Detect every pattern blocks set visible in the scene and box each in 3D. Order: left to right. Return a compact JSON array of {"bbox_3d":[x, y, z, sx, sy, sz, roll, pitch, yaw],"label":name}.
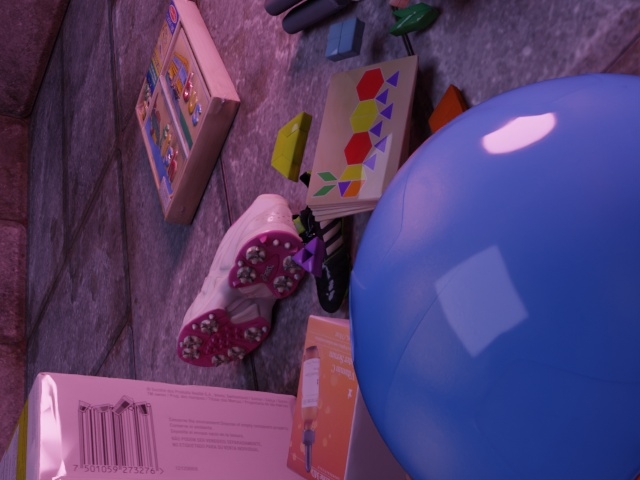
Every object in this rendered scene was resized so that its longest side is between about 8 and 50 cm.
[{"bbox_3d":[0.049,-0.112,0.992,0.285,0.026,0.324,9,80,47],"label":"pattern blocks set"}]

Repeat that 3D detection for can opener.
[{"bbox_3d":[0.020,-0.345,1.158,0.093,0.074,0.280,-53,21,-24],"label":"can opener"}]

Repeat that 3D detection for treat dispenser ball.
[{"bbox_3d":[0.161,0.045,0.527,0.288,0.288,0.288,-27,59,57],"label":"treat dispenser ball"}]

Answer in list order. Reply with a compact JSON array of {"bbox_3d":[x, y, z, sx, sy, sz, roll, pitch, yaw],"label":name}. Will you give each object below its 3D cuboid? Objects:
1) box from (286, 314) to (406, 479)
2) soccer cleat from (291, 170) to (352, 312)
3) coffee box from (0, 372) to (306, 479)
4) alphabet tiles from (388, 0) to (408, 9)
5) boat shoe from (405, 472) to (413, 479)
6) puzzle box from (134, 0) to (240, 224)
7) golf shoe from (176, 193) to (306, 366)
[{"bbox_3d":[0.042,0.174,0.921,0.130,0.091,0.170,4,86,62],"label":"box"},{"bbox_3d":[0.000,0.000,1.069,0.060,0.072,0.178,-26,60,57],"label":"soccer cleat"},{"bbox_3d":[-0.212,0.402,1.043,0.334,0.338,0.338,-58,33,35],"label":"coffee box"},{"bbox_3d":[0.135,-0.377,0.880,0.278,0.021,0.284,-80,13,-62],"label":"alphabet tiles"},{"bbox_3d":[0.167,0.242,0.641,0.109,0.091,0.305,-54,28,-6],"label":"boat shoe"},{"bbox_3d":[-0.265,-0.256,1.660,0.272,0.052,0.408,-63,33,29],"label":"puzzle box"},{"bbox_3d":[-0.113,0.062,1.245,0.306,0.115,0.140,-51,29,34],"label":"golf shoe"}]
